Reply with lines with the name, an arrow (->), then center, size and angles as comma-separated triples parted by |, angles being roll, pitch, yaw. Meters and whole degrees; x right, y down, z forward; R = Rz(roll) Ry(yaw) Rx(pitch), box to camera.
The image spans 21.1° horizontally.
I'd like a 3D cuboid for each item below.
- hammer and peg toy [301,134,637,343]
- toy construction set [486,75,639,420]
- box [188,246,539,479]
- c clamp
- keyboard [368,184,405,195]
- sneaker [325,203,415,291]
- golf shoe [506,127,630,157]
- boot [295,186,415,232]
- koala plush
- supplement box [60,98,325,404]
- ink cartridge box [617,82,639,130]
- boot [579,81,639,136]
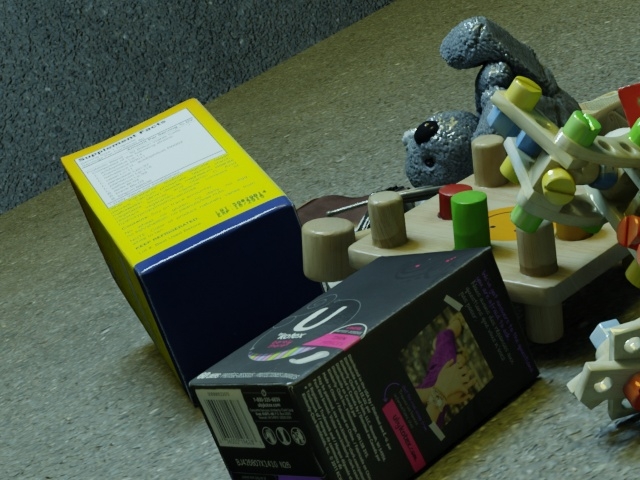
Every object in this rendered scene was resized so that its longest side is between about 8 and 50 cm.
hammer and peg toy -> 0.162, -0.021, 1.798 | 0.361, 0.127, 0.266 | 11, 29, 40
toy construction set -> 0.273, 0.005, 1.505 | 0.151, 0.215, 0.328 | -48, 41, 37
box -> 0.043, 0.127, 1.588 | 0.270, 0.143, 0.165 | -32, 16, -36
c clamp -> 0.087, -0.050, 1.995 | 0.137, 0.022, 0.160 | -13, -2, 11
keyboard -> 0.049, -0.033, 2.442 | 0.180, 0.023, 0.108 | -34, 18, -36
sneaker -> 0.086, -0.008, 2.110 | 0.106, 0.078, 0.234 | -52, 0, 34
golf shoe -> 0.272, -0.041, 1.941 | 0.306, 0.115, 0.140 | -20, 20, 25
boot -> 0.000, 0.000, 2.256 | 0.207, 0.090, 0.248 | -13, 20, 27
koala plush -> 0.194, -0.121, 2.120 | 0.221, 0.203, 0.196 | -39, 48, 28
supplement box -> -0.151, 0.004, 2.069 | 0.194, 0.195, 0.356 | -25, 32, -11
ink cartridge box -> 0.425, -0.090, 1.714 | 0.232, 0.189, 0.066 | -16, 11, 28
boot -> 0.416, -0.162, 2.200 | 0.203, 0.095, 0.262 | -23, 2, -28
